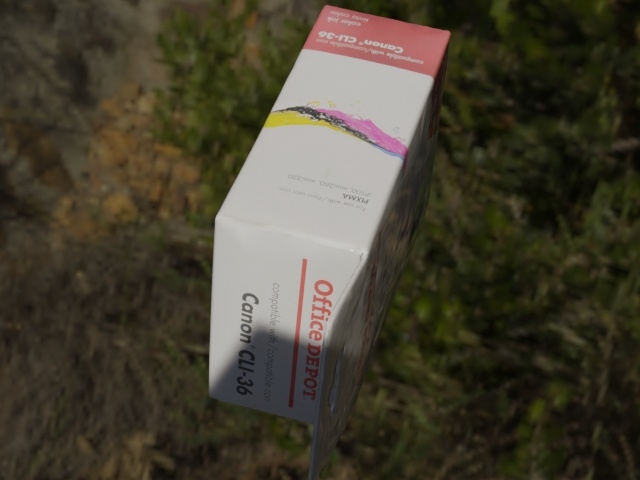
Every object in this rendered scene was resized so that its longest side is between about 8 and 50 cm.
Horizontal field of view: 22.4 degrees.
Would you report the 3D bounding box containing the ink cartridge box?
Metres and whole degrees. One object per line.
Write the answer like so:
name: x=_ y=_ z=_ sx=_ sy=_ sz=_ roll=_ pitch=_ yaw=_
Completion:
ink cartridge box: x=0.000 y=0.000 z=0.717 sx=0.067 sy=0.115 sz=0.198 roll=14 pitch=44 yaw=9
